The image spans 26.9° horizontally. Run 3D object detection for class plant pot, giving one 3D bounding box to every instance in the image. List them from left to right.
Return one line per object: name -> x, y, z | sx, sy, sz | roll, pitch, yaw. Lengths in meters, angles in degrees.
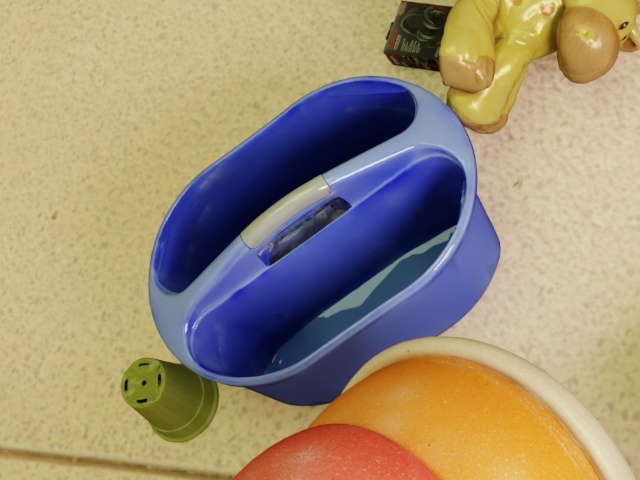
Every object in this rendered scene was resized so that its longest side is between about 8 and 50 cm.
plant pot -> -0.156, 0.150, 1.322 | 0.083, 0.079, 0.083 | -10, 65, 22

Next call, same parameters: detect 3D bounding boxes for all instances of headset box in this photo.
headset box -> 0.107, -0.209, 1.371 | 0.083, 0.032, 0.062 | 14, 76, 28

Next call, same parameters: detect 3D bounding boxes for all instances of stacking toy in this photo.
stacking toy -> -0.022, 0.282, 0.927 | 0.351, 0.480, 0.350 | 16, 112, 45

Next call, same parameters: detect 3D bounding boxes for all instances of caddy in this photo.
caddy -> 0.000, 0.000, 1.251 | 0.341, 0.179, 0.241 | -36, 59, 8

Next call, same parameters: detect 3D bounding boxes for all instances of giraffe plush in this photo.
giraffe plush -> 0.214, -0.202, 1.244 | 0.170, 0.181, 0.210 | 6, 89, 16
